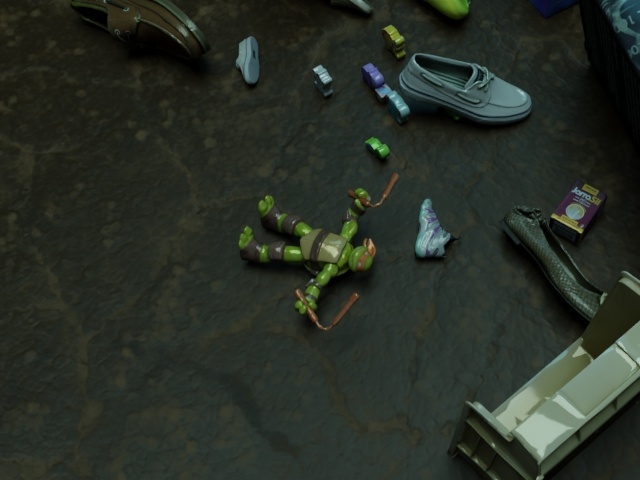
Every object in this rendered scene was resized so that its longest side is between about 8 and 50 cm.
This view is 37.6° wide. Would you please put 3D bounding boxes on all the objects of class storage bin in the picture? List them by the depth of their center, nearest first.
[{"bbox_3d":[0.307,0.199,1.186,0.262,0.260,0.123,-36,67,-15],"label":"storage bin"}]

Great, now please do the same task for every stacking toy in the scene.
[{"bbox_3d":[0.110,-0.250,1.578,0.167,0.052,0.221,-30,63,-12],"label":"stacking toy"}]

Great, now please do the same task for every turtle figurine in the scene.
[{"bbox_3d":[0.000,0.000,1.426,0.217,0.087,0.269,18,72,23],"label":"turtle figurine"}]

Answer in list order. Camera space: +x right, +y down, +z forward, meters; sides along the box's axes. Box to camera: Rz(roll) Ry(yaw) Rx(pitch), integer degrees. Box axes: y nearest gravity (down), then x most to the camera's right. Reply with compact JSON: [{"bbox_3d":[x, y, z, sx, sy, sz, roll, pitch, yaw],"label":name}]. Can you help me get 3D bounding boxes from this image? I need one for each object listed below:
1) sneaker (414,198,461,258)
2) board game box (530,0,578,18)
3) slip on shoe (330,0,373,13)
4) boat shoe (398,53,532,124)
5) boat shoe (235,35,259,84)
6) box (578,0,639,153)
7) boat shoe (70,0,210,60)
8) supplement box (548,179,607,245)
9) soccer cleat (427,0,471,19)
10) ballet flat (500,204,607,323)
[{"bbox_3d":[0.184,-0.016,1.448,0.069,0.038,0.098,6,71,7],"label":"sneaker"},{"bbox_3d":[0.521,-0.553,1.606,0.347,0.233,0.078,-27,62,-10],"label":"board game box"},{"bbox_3d":[0.036,-0.442,1.702,0.135,0.051,0.041,37,110,14],"label":"slip on shoe"},{"bbox_3d":[0.242,-0.247,1.522,0.226,0.076,0.083,8,59,-8],"label":"boat shoe"},{"bbox_3d":[-0.131,-0.313,1.650,0.035,0.035,0.100,-18,60,27],"label":"boat shoe"},{"bbox_3d":[0.681,-0.255,1.326,0.480,0.297,0.471,-23,62,11],"label":"box"},{"bbox_3d":[-0.324,-0.381,1.671,0.307,0.110,0.104,34,72,32],"label":"boat shoe"},{"bbox_3d":[0.393,-0.042,1.436,0.055,0.043,0.083,30,67,21],"label":"supplement box"},{"bbox_3d":[0.168,-0.489,1.704,0.121,0.093,0.289,-40,65,18],"label":"soccer cleat"},{"bbox_3d":[0.358,0.036,1.372,0.058,0.084,0.250,-47,57,18],"label":"ballet flat"}]
